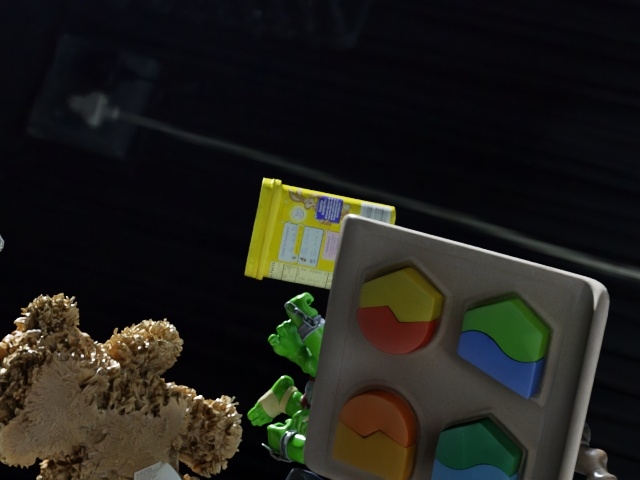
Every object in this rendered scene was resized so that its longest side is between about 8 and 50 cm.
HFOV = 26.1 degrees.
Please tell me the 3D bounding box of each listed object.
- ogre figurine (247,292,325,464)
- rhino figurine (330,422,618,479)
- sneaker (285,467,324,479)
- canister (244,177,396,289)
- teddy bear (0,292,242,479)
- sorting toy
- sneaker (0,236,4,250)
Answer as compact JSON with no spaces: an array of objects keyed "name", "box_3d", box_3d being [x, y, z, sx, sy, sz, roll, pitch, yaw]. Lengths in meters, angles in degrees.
[{"name":"ogre figurine","box_3d":[-0.003,0.161,1.428,0.097,0.118,0.197,3,-67,-52]},{"name":"rhino figurine","box_3d":[0.091,0.181,1.028,0.073,0.243,0.106,57,-165,-35]},{"name":"sneaker","box_3d":[0.036,0.331,1.384,0.112,0.131,0.319,-69,20,10]},{"name":"canister","box_3d":[0.000,0.000,1.719,0.073,0.170,0.126,135,146,-86]},{"name":"teddy bear","box_3d":[-0.200,0.180,1.304,0.338,0.113,0.245,15,-88,-50]},{"name":"sorting toy","box_3d":[0.081,0.097,0.936,0.038,0.208,0.193,-11,-66,-56]},{"name":"sneaker","box_3d":[-0.545,-0.013,1.878,0.226,0.086,0.163,-40,-46,-40]}]
